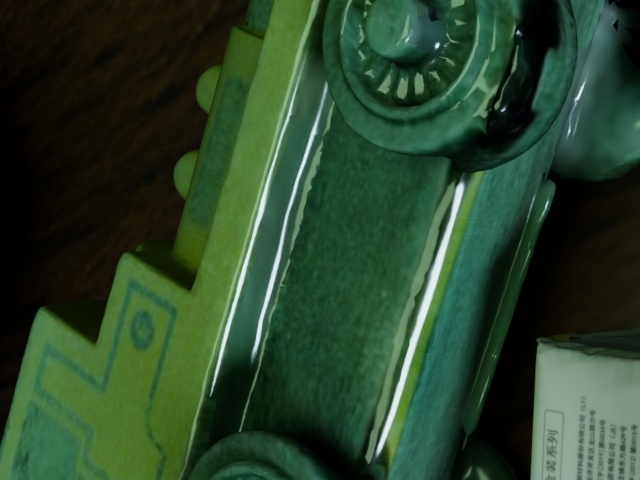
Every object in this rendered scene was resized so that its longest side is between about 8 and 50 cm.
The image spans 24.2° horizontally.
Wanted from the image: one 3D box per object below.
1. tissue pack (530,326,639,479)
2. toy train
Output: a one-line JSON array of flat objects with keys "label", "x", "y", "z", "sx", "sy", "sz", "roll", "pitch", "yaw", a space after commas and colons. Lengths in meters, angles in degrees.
[{"label": "tissue pack", "x": 0.136, "y": 0.110, "z": 0.517, "sx": 0.106, "sy": 0.099, "sz": 0.148, "roll": 6, "pitch": 94, "yaw": 41}, {"label": "toy train", "x": 0.000, "y": 0.000, "z": 0.607, "sx": 0.237, "sy": 0.150, "sz": 0.368, "roll": 28, "pitch": 106, "yaw": 42}]
